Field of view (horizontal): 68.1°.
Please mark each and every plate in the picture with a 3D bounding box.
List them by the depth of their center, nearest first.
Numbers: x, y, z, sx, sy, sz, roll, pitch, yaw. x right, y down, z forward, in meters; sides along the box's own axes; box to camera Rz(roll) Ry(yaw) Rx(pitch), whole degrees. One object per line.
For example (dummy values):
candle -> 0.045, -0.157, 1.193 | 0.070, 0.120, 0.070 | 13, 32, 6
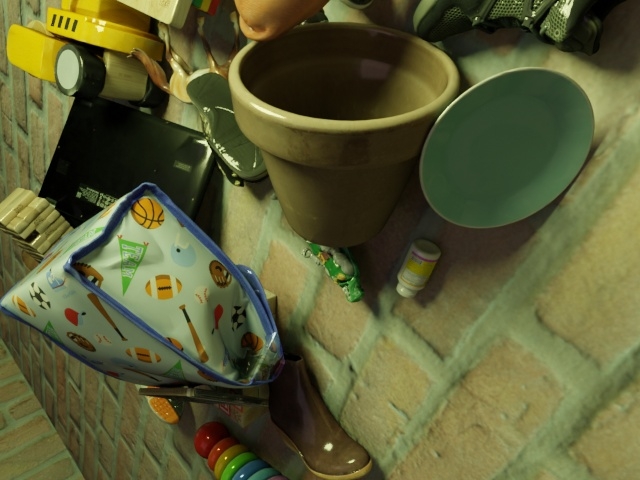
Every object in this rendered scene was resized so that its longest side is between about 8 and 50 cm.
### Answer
plate -> 0.196, -0.094, 0.510 | 0.024, 0.188, 0.188 | -101, 25, -53

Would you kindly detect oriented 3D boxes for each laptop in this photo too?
laptop -> -0.402, -0.066, 1.088 | 0.382, 0.236, 0.408 | 21, 92, 16

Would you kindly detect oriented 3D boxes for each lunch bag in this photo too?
lunch bag -> -0.286, 0.128, 0.839 | 0.328, 0.239, 0.385 | -19, 122, 43

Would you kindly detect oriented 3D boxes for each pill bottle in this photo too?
pill bottle -> 0.137, 0.042, 0.680 | 0.043, 0.043, 0.083 | 38, 128, 27

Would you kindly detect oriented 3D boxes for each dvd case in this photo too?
dvd case -> -0.231, 0.307, 0.925 | 0.221, 0.164, 0.018 | -18, 58, 44

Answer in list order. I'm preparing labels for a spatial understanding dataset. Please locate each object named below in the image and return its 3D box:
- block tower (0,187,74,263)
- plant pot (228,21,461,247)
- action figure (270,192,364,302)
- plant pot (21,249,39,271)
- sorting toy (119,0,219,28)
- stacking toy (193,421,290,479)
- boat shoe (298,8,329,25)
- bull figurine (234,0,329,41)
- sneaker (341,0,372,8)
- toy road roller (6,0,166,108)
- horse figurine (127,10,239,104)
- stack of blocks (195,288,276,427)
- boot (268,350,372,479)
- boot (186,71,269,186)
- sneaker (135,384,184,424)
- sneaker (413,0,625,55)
block tower -> -0.586, 0.036, 1.091 | 0.091, 0.097, 0.335 | 12, 146, 32
plant pot -> 0.026, -0.117, 0.608 | 0.263, 0.263, 0.229 | 34, 143, 30
action figure -> 0.000, 0.000, 0.768 | 0.232, 0.063, 0.137 | 55, 160, 14
plant pot -> -0.696, -0.028, 1.345 | 0.215, 0.215, 0.230 | 43, 115, 23
sorting toy -> -0.238, -0.493, 0.767 | 0.255, 0.089, 0.257 | 34, 108, 29
stacking toy -> -0.189, 0.545, 1.125 | 0.330, 0.141, 0.141 | 28, 123, 41
boat shoe -> -0.038, -0.242, 0.720 | 0.069, 0.081, 0.228 | 54, 141, 12
bull figurine -> 0.021, -0.354, 0.526 | 0.310, 0.101, 0.188 | -29, 72, 11
sneaker -> -0.008, -0.394, 0.643 | 0.237, 0.085, 0.086 | 51, 159, 12
toy road roller -> -0.463, -0.425, 0.973 | 0.329, 0.202, 0.241 | 25, 109, 29
horse figurine -> -0.221, -0.306, 0.856 | 0.263, 0.066, 0.174 | 7, 123, 27
stack of blocks -> -0.189, 0.226, 1.020 | 0.171, 0.087, 0.297 | 23, 119, 35
boot -> -0.020, 0.324, 0.896 | 0.248, 0.090, 0.207 | 0, 107, 47
boot -> -0.128, -0.143, 0.777 | 0.236, 0.085, 0.178 | 55, 168, 29
sneaker -> -0.470, 0.431, 1.367 | 0.262, 0.099, 0.121 | 44, 138, 32
sneaker -> 0.203, -0.236, 0.487 | 0.227, 0.087, 0.130 | -12, 90, 39
